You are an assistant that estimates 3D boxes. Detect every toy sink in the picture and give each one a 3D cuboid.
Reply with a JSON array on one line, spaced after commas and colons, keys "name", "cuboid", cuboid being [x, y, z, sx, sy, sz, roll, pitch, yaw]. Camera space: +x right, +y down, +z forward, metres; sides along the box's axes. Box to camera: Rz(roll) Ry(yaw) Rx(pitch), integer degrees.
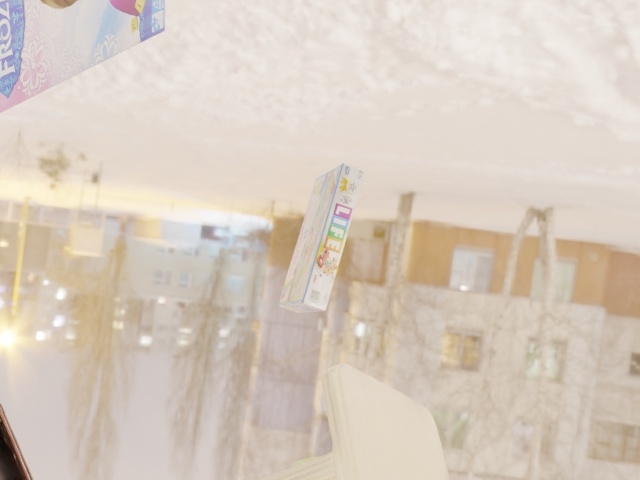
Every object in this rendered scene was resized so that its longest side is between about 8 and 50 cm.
[{"name": "toy sink", "cuboid": [0.016, 0.231, 0.673, 0.131, 0.234, 0.152, -26, 145, 23]}]

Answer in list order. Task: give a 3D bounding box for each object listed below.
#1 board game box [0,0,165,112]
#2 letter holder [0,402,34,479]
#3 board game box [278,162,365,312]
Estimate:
[{"name": "board game box", "cuboid": [-0.222, -0.293, 0.764, 0.065, 0.319, 0.318, 12, -152, 14]}, {"name": "letter holder", "cuboid": [-0.593, 0.415, 1.545, 0.152, 0.215, 0.301, -23, 177, -40]}, {"name": "board game box", "cuboid": [0.000, 0.000, 1.018, 0.026, 0.154, 0.103, 19, 170, -15]}]
